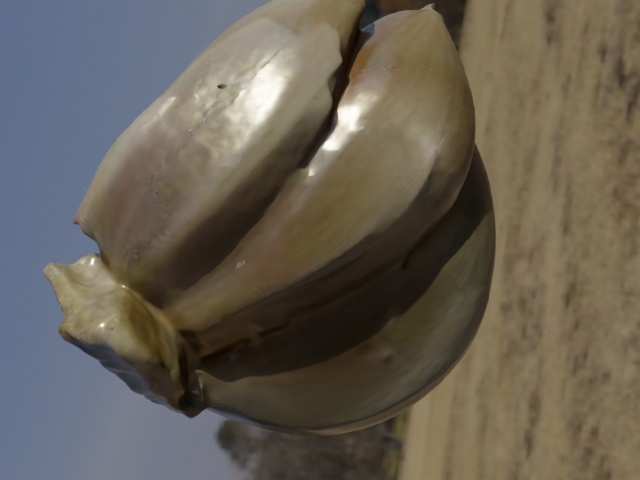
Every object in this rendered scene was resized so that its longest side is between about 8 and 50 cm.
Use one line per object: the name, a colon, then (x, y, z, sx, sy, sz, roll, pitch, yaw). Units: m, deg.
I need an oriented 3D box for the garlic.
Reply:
garlic: (-0.001, -0.001, 0.860, 0.132, 0.325, 0.279, 39, 165, 53)
